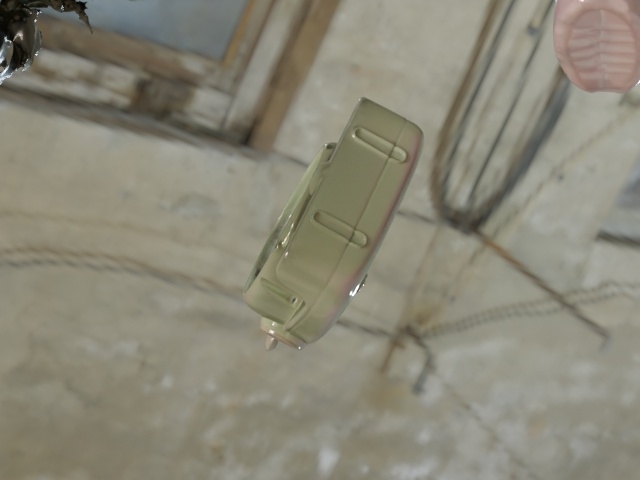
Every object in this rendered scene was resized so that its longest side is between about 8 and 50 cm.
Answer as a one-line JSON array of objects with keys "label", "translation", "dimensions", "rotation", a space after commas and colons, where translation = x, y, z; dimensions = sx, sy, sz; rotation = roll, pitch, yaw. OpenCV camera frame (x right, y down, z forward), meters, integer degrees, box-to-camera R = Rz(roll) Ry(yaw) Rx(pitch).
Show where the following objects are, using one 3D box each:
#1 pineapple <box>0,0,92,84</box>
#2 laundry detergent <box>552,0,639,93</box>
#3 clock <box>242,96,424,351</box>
[{"label": "pineapple", "translation": [-0.260, -0.154, 1.205], "dimensions": [0.125, 0.251, 0.125], "rotation": [38, -139, -42]}, {"label": "laundry detergent", "translation": [0.268, -0.299, 1.458], "dimensions": [0.088, 0.159, 0.335], "rotation": [5, -122, 13]}, {"label": "clock", "translation": [0.000, 0.000, 1.129], "dimensions": [0.062, 0.191, 0.151], "rotation": [28, -117, -5]}]
